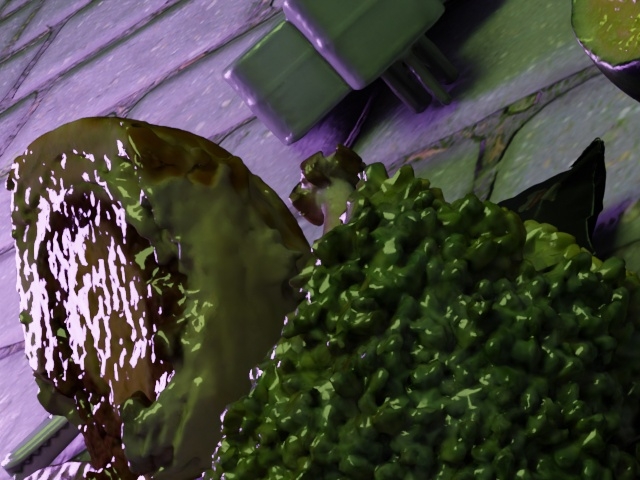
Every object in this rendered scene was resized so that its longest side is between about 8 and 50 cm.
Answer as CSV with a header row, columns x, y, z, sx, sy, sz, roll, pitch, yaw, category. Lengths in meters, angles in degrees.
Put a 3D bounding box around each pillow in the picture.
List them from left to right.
x,y,z,sx,sy,sz,roll,pitch,yaw,category
0.111,0.006,1.072,0.150,0.048,0.090,-32,15,39,pillow

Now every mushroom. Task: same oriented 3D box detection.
x,y,z,sx,sy,sz,roll,pitch,yaw,category
0.000,0.000,1.280,0.060,0.061,0.187,-25,31,29,mushroom

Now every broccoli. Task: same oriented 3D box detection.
x,y,z,sx,sy,sz,roll,pitch,yaw,category
0.037,0.066,0.906,0.242,0.180,0.273,-49,21,-12,broccoli

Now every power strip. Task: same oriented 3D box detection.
x,y,z,sx,sy,sz,roll,pitch,yaw,category
0.044,-0.165,1.456,0.229,0.141,0.261,-43,7,1,power strip

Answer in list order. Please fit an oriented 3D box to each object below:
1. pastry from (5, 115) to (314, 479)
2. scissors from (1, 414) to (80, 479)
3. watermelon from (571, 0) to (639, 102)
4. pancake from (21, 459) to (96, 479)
x,y,z,sx,sy,sz,roll,pitch,yaw,category
-0.090,0.038,1.168,0.170,0.237,0.256,-8,-8,-26,pastry
-0.149,0.095,1.402,0.242,0.030,0.118,-45,20,-14,scissors
0.245,-0.144,0.995,0.204,0.127,0.232,-40,23,11,watermelon
-0.232,0.248,1.266,0.235,0.029,0.212,-45,21,-3,pancake
